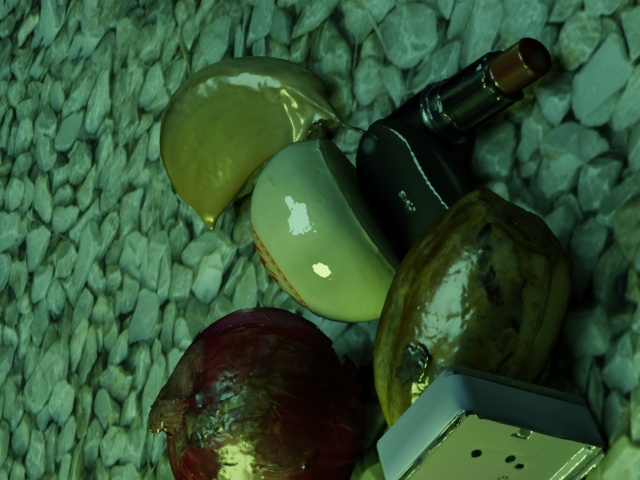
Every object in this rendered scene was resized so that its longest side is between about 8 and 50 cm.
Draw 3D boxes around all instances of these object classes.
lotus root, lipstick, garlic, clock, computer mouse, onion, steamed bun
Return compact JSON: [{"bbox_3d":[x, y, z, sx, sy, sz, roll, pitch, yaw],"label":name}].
[{"bbox_3d":[0.156,0.103,1.808,0.291,0.193,0.193,-64,35,17],"label":"lotus root"},{"bbox_3d":[0.154,-0.153,2.000,0.299,0.081,0.081,-34,51,49],"label":"lipstick"},{"bbox_3d":[-0.080,-0.163,2.341,0.338,0.151,0.196,-30,81,39],"label":"garlic"},{"bbox_3d":[0.172,0.211,1.733,0.144,0.193,0.073,-50,39,32],"label":"clock"},{"bbox_3d":[0.122,-0.044,1.983,0.122,0.073,0.217,-45,67,43],"label":"computer mouse"},{"bbox_3d":[-0.074,0.211,2.043,0.276,0.276,0.276,-27,57,49],"label":"onion"},{"bbox_3d":[0.000,0.000,2.024,0.145,0.232,0.232,-32,47,10],"label":"steamed bun"}]
